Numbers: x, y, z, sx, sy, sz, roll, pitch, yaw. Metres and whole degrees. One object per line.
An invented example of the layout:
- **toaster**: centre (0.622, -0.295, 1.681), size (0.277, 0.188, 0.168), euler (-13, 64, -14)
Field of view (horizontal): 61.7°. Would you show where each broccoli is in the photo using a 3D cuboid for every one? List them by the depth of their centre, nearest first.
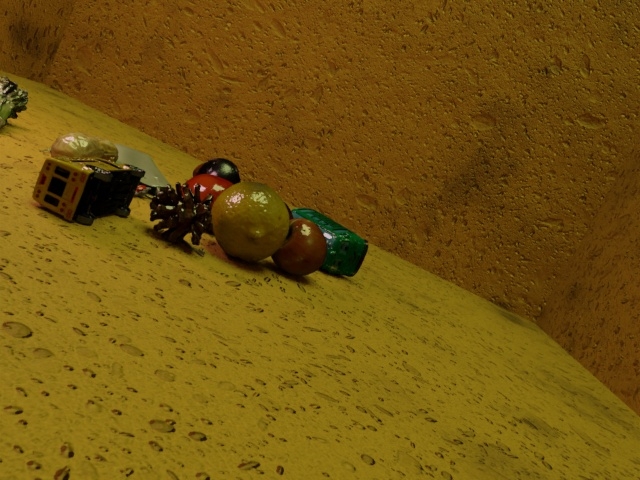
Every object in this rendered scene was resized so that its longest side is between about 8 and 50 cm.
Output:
- **broccoli**: centre (-1.133, -0.463, 1.899), size (0.145, 0.165, 0.304), euler (59, 0, -38)

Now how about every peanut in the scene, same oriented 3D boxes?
- **peanut**: centre (-0.783, -0.289, 1.793), size (0.147, 0.147, 0.305), euler (25, 5, -4)

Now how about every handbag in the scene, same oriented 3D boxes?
- **handbag**: centre (-0.670, -0.247, 2.000), size (0.241, 0.109, 0.315), euler (17, 15, -43)

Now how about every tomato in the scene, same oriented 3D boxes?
- **tomato**: centre (-0.386, -0.137, 1.888), size (0.260, 0.180, 0.260), euler (23, 7, -3)

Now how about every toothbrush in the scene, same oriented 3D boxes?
- **toothbrush**: centre (-0.388, 0.003, 1.544), size (0.167, 0.014, 0.011), euler (31, 5, 31)

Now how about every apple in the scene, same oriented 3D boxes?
- **apple**: centre (-0.069, 0.026, 1.787), size (0.196, 0.196, 0.196), euler (25, 8, -4)

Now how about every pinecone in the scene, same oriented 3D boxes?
- **pinecone**: centre (-0.386, -0.078, 1.497), size (0.195, 0.179, 0.150), euler (9, -19, 21)

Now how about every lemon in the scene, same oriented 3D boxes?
- **lemon**: centre (-0.218, -0.059, 1.662), size (0.267, 0.267, 0.267), euler (25, 8, -4)

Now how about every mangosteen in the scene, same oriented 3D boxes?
- **mangosteen**: centre (-0.455, -0.257, 2.481), size (0.211, 0.211, 0.250), euler (33, -21, 41)

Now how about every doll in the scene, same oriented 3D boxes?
- **doll**: centre (-0.627, -0.170, 1.849), size (0.057, 0.039, 0.114), euler (-7, 4, 31)

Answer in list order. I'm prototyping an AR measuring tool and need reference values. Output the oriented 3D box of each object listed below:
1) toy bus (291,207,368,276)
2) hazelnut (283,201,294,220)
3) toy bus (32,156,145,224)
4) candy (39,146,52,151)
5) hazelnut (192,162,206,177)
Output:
- **toy bus**: centre (0.000, 0.000, 2.179), size (0.344, 0.183, 0.199), euler (31, 12, 37)
- **hazelnut**: centre (-0.199, -0.064, 1.978), size (0.208, 0.208, 0.208), euler (25, 8, -4)
- **toy bus**: centre (-0.591, -0.145, 1.405), size (0.151, 0.145, 0.331), euler (24, 9, -1)
- **candy**: centre (-0.948, -0.312, 1.861), size (0.025, 0.023, 0.083), euler (34, 18, 4)
- **hazelnut**: centre (-0.575, -0.324, 2.743), size (0.154, 0.143, 0.143), euler (29, 3, -45)
